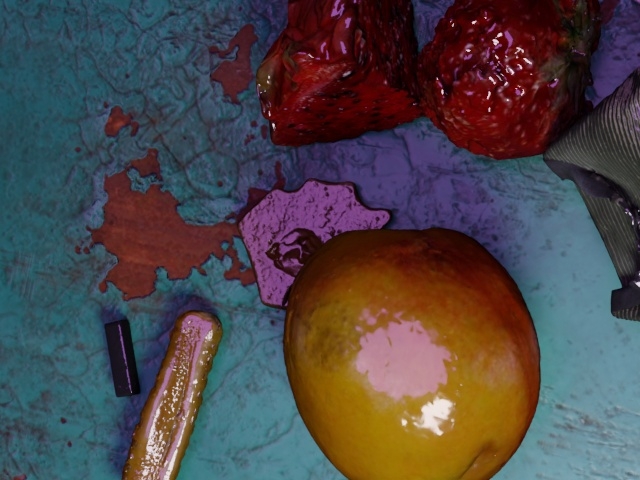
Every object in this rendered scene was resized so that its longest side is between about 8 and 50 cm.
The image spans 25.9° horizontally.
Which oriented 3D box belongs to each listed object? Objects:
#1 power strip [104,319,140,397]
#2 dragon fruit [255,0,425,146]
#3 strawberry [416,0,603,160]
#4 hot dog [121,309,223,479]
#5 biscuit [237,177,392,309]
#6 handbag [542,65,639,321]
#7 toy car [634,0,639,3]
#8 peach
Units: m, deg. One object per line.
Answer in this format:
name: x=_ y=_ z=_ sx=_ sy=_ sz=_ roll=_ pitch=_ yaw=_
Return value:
power strip: x=-0.285 y=0.170 z=1.997 sx=0.029 sy=0.038 sz=0.111 roll=-11 pitch=84 yaw=14
dragon fruit: x=-0.010 y=-0.285 z=1.813 sx=0.228 sy=0.329 sz=0.286 roll=-8 pitch=87 yaw=19
strawberry: x=0.232 y=-0.236 z=1.799 sx=0.220 sy=0.274 sz=0.274 roll=7 pitch=89 yaw=37
hot dog: x=-0.211 y=0.235 z=1.964 sx=0.083 sy=0.068 sz=0.289 roll=20 pitch=88 yaw=-10
biscuit: x=0.001 y=0.000 z=1.939 sx=0.215 sy=0.034 sz=0.182 roll=-19 pitch=84 yaw=10
handbag: x=0.444 y=-0.057 z=1.703 sx=0.240 sy=0.247 sz=0.340 roll=-27 pitch=86 yaw=52
toy car: x=0.461 y=-0.373 z=1.805 sx=0.112 sy=0.112 sz=0.139 roll=14 pitch=91 yaw=14
peach: x=0.111 y=0.162 z=1.775 sx=0.373 sy=0.290 sz=0.372 roll=0 pitch=92 yaw=14
